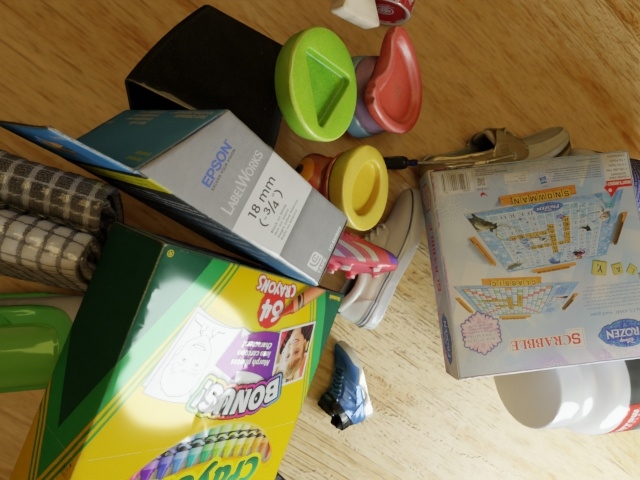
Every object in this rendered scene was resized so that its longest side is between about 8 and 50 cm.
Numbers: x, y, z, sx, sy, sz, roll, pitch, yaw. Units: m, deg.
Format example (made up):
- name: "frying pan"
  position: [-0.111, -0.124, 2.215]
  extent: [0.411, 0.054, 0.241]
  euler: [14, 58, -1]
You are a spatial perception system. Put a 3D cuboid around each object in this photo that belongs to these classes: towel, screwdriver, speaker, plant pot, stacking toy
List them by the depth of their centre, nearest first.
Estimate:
- name: "towel"
  position: [-0.363, -0.023, 0.512]
  extent: [0.235, 0.283, 0.121]
  euler: [17, 73, -16]
- name: "speaker"
  position: [-0.439, 0.140, 0.573]
  extent: [0.296, 0.131, 0.131]
  euler: [0, 93, -15]
- name: "plant pot"
  position: [-0.146, -0.207, 0.616]
  extent: [0.188, 0.187, 0.167]
  euler: [23, 73, -15]
- name: "stacking toy"
  position: [0.018, -0.201, 0.628]
  extent: [0.279, 0.130, 0.309]
  euler: [49, 58, -44]
- name: "screwdriver"
  position: [0.177, -0.132, 0.725]
  extent: [0.025, 0.170, 0.024]
  euler: [-3, 96, -56]

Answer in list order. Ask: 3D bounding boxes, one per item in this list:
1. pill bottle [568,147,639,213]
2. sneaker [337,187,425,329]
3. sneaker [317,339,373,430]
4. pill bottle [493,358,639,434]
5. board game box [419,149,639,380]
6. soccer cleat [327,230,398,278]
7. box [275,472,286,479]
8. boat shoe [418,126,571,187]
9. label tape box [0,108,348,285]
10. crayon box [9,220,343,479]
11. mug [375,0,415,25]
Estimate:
- name: "pill bottle"
  position: [0.572, -0.083, 0.825]
  extent: [0.264, 0.153, 0.153]
  euler: [6, 91, -15]
- name: "sneaker"
  position: [0.098, 0.021, 0.731]
  extent: [0.091, 0.094, 0.258]
  euler: [24, 84, -13]
- name: "sneaker"
  position: [0.032, 0.255, 0.742]
  extent: [0.084, 0.058, 0.152]
  euler: [-21, 105, -22]
- name: "pill bottle"
  position: [0.528, 0.242, 0.800]
  extent: [0.363, 0.210, 0.210]
  euler: [0, 93, -15]
- name: "board game box"
  position: [0.336, 0.034, 0.671]
  extent: [0.318, 0.066, 0.318]
  euler: [-6, 84, -1]
- name: "soccer cleat"
  position: [0.000, 0.000, 0.677]
  extent: [0.248, 0.083, 0.095]
  euler: [7, 75, 11]
- name: "box"
  position: [-0.117, 0.537, 0.594]
  extent: [0.296, 0.294, 0.183]
  euler: [-43, 102, -9]
- name: "boat shoe"
  position: [0.317, -0.151, 0.773]
  extent: [0.302, 0.113, 0.103]
  euler: [-26, 105, -12]
- name: "label tape box"
  position: [-0.157, -0.079, 0.507]
  extent: [0.333, 0.240, 0.106]
  euler: [37, 75, -46]
- name: "crayon box"
  position: [-0.143, 0.178, 0.563]
  extent: [0.363, 0.106, 0.313]
  euler: [25, 84, -55]
- name: "mug"
  position: [0.109, -0.464, 0.721]
  extent: [0.113, 0.150, 0.169]
  euler: [7, 96, -52]
